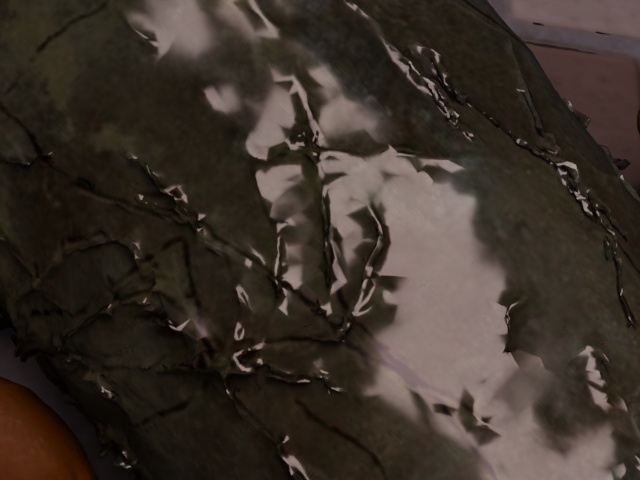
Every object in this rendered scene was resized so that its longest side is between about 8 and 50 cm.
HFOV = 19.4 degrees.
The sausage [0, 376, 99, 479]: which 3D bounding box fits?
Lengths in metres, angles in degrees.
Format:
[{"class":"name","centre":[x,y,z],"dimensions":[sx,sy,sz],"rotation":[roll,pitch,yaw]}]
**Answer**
[{"class":"sausage","centre":[-0.207,0.092,0.656],"dimensions":[0.274,0.105,0.105],"rotation":[3,55,-33]}]

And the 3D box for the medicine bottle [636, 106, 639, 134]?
[{"class":"medicine bottle","centre":[0.235,0.010,0.804],"dimensions":[0.112,0.149,0.222],"rotation":[-17,62,-22]}]

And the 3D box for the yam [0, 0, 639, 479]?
[{"class":"yam","centre":[0.000,0.000,0.727],"dimensions":[0.241,0.241,0.348],"rotation":[-29,70,-26]}]
